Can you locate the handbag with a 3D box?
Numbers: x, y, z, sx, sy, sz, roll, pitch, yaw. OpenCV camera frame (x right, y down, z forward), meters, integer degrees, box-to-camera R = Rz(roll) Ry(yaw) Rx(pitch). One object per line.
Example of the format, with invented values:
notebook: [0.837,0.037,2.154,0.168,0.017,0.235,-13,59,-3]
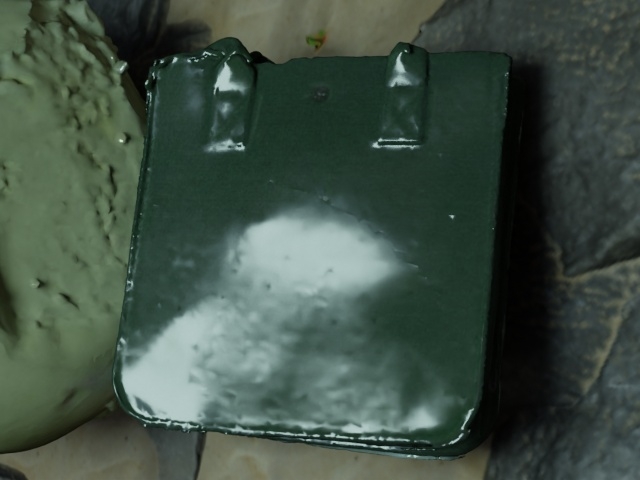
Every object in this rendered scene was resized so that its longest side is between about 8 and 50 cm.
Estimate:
handbag: [-0.001,0.000,0.846,0.248,0.079,0.260,2,80,22]

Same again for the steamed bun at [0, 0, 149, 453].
steamed bun: [-0.237,-0.011,1.009,0.312,0.233,0.333,6,89,51]
